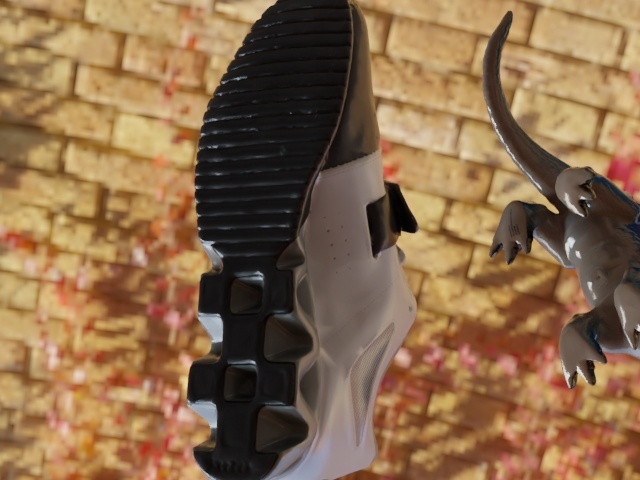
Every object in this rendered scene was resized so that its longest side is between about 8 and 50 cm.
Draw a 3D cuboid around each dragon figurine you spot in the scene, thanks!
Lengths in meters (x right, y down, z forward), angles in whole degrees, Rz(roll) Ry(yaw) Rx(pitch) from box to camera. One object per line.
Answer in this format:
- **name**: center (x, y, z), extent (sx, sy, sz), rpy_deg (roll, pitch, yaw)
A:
- **dragon figurine**: center (0.181, 0.007, 0.962), extent (0.144, 0.085, 0.289), rpy_deg (1, -128, -45)

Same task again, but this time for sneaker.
- **sneaker**: center (0.000, 0.000, 1.119), extent (0.122, 0.330, 0.146), rpy_deg (4, 175, 43)
